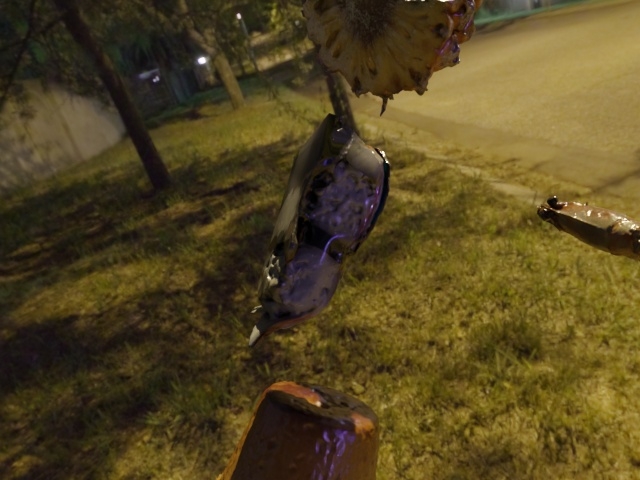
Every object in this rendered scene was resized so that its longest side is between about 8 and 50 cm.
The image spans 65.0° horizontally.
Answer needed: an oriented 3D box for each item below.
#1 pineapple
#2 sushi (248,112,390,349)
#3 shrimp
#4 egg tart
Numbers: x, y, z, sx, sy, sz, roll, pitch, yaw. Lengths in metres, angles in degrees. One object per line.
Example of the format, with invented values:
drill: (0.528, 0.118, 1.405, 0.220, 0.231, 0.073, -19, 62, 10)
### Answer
pineapple: (0.182, -0.372, 0.906, 0.286, 0.209, 0.344, -34, 39, -29)
sushi: (0.003, 0.007, 0.598, 0.109, 0.273, 0.134, 18, -16, -14)
shrimp: (0.451, -0.008, 0.780, 0.062, 0.154, 0.294, -59, 32, 10)
egg tart: (-0.020, 0.264, 0.614, 0.202, 0.147, 0.202, 13, 0, 0)
